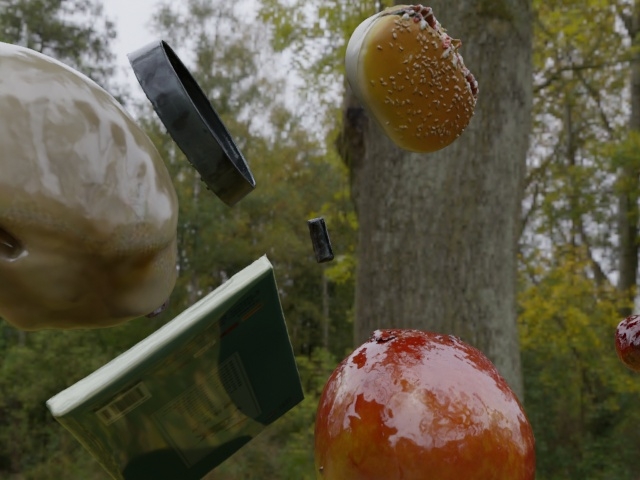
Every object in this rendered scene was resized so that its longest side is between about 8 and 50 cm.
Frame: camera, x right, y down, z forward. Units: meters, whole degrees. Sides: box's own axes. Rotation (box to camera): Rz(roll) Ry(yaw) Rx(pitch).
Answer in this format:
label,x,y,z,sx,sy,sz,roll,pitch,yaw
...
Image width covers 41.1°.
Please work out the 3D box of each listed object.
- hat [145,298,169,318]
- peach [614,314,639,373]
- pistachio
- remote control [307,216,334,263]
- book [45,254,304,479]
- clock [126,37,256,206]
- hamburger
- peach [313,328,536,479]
label,x,y,z,sx,sy,sz,roll,pitch,yaw
hat,-0.249,0.072,1.274,0.058,0.087,0.042,-5,18,7
peach,0.469,0.146,1.207,0.100,0.101,0.101,2,-13,0
pistachio,-0.357,-0.072,1.048,0.281,0.445,0.365,-49,-9,15
remote control,0.000,0.000,1.814,0.039,0.096,0.014,-14,2,0
book,-0.141,0.189,1.002,0.264,0.031,0.379,-34,-28,-16
clock,-0.262,-0.248,1.793,0.076,0.386,0.386,-32,-18,4
hamburger,0.178,-0.309,1.648,0.151,0.227,0.295,17,-27,50
peach,0.156,0.307,1.300,0.370,0.370,0.370,2,-13,0
